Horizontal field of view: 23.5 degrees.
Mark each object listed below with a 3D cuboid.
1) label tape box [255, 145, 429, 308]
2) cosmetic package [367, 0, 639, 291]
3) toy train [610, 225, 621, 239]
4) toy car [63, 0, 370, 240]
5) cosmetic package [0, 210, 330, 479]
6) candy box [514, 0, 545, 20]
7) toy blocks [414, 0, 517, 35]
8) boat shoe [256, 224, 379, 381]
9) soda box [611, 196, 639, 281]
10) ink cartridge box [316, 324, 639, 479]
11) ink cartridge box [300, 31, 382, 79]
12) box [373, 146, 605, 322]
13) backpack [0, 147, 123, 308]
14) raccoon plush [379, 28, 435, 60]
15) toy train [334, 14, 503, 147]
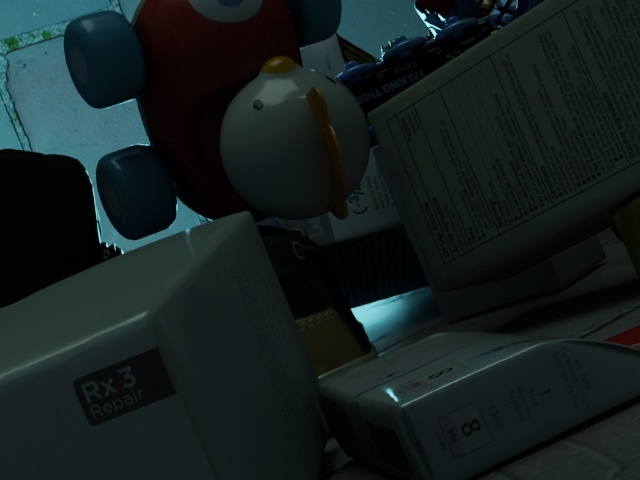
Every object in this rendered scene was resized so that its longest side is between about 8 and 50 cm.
[{"bbox_3d":[0.000,0.000,1.573,0.333,0.106,0.241,-16,-18,-2],"label":"label tape box"},{"bbox_3d":[0.201,-0.095,1.148,0.309,0.160,0.113,-29,-14,38],"label":"cosmetic package"},{"bbox_3d":[0.309,-0.028,1.397,0.027,0.036,0.158,-23,3,-25],"label":"toy train"},{"bbox_3d":[-0.038,-0.100,1.164,0.219,0.210,0.238,-21,22,-26],"label":"toy car"},{"bbox_3d":[-0.124,0.107,0.819,0.217,0.156,0.385,-21,7,8],"label":"cosmetic package"},{"bbox_3d":[0.388,-0.231,1.531,0.317,0.122,0.268,23,42,21],"label":"candy box"},{"bbox_3d":[0.283,-0.216,1.812,0.191,0.381,0.261,-58,-33,-9],"label":"toy blocks"},{"bbox_3d":[-0.060,0.067,1.278,0.186,0.156,0.500,-24,1,-7],"label":"boat shoe"},{"bbox_3d":[0.264,-0.019,1.030,0.058,0.061,0.181,-19,-8,-15],"label":"soda box"},{"bbox_3d":[0.128,0.064,0.873,0.232,0.066,0.189,-27,4,-13],"label":"ink cartridge box"},{"bbox_3d":[0.055,-0.125,1.848,0.130,0.272,0.309,-24,-20,23],"label":"ink cartridge box"},{"bbox_3d":[0.148,-0.032,1.351,0.130,0.170,0.091,-20,4,39],"label":"box"},{"bbox_3d":[-0.340,0.118,1.231,0.273,0.290,0.355,7,-27,-35],"label":"backpack"},{"bbox_3d":[0.293,-0.195,2.063,0.446,0.299,0.216,-20,3,28],"label":"raccoon plush"},{"bbox_3d":[0.087,-0.142,1.390,0.184,0.080,0.105,-24,-4,3],"label":"toy train"}]
